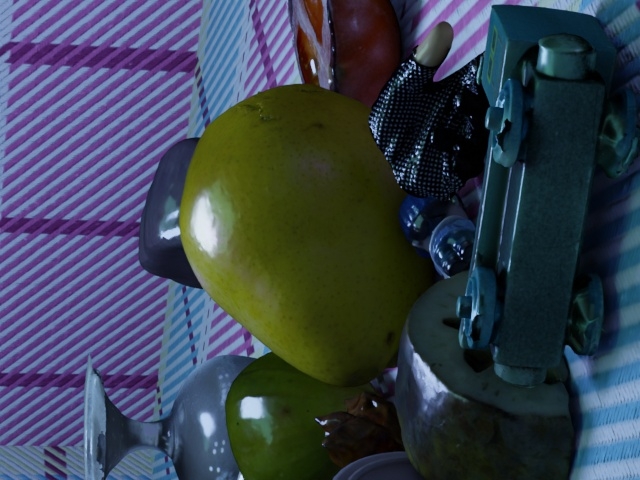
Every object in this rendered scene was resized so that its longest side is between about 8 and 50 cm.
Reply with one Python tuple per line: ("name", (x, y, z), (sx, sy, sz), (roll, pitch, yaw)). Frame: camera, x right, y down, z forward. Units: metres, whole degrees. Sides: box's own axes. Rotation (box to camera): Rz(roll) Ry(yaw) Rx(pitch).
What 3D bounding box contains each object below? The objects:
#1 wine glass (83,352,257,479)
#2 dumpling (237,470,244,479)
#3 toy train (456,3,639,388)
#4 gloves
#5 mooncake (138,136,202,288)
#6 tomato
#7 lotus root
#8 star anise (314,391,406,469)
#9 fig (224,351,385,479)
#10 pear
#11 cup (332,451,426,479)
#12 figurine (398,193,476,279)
("wine glass", (-0.163, 0.269, 2.544), (0.238, 0.323, 0.238), (-177, 90, -77))
("dumpling", (-0.048, 0.348, 2.406), (0.111, 0.155, 0.181), (49, -163, -43))
("toy train", (0.175, -0.037, 1.493), (0.194, 0.120, 0.298), (-97, 12, -66))
("gloves", (0.137, -0.132, 1.774), (0.181, 0.106, 0.129), (-38, 46, 37))
("mooncake", (-0.086, -0.035, 2.351), (0.306, 0.306, 0.154), (129, 147, -71))
("tomato", (0.032, -0.252, 2.175), (0.199, 0.112, 0.228), (-116, 19, -45))
("lotus root", (0.140, 0.132, 1.619), (0.235, 0.138, 0.119), (-112, 16, -50))
("star anise", (0.076, 0.238, 1.899), (0.212, 0.111, 0.196), (66, -167, 19))
("fig", (-0.001, 0.220, 2.179), (0.225, 0.203, 0.203), (-16, 67, 38))
("pear", (-0.014, -0.001, 1.968), (0.285, 0.285, 0.336), (120, 155, -66))
("cup", (0.051, 0.340, 1.638), (0.208, 0.288, 0.273), (-36, -37, -57))
("figurine", (0.120, -0.006, 1.829), (0.077, 0.079, 0.136), (-53, 18, 12))
